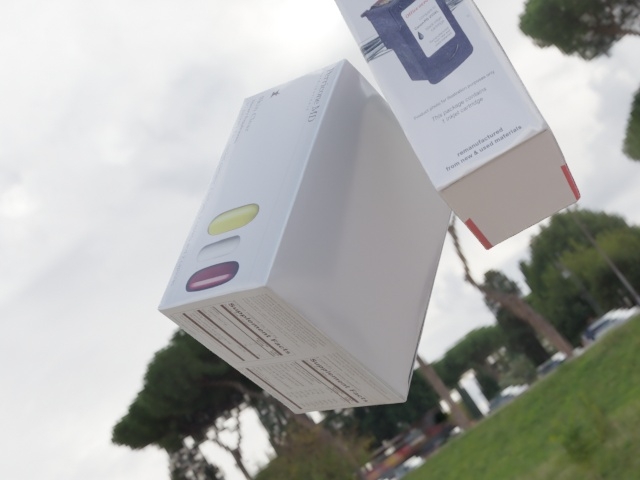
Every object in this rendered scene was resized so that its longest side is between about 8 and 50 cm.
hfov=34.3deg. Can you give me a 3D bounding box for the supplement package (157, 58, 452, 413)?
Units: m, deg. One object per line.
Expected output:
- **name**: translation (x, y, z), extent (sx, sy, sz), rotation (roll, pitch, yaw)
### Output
- **supplement package**: translation (0.000, 0.000, 1.003), extent (0.145, 0.262, 0.204), rotation (-14, -44, 41)

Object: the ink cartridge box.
- **ink cartridge box**: translation (0.110, -0.133, 0.876), extent (0.100, 0.237, 0.172), rotation (-30, -25, 11)
